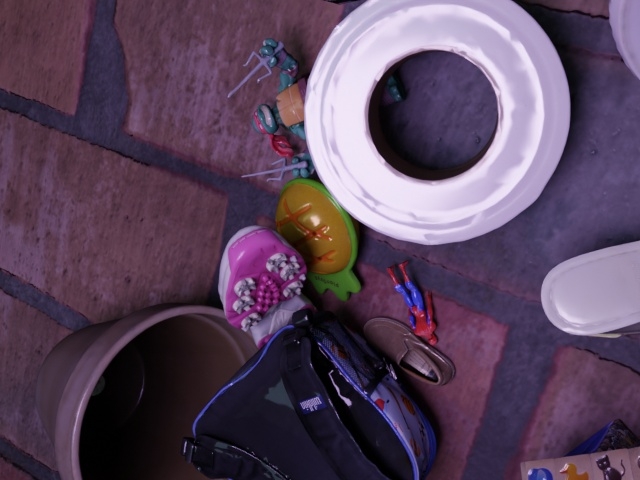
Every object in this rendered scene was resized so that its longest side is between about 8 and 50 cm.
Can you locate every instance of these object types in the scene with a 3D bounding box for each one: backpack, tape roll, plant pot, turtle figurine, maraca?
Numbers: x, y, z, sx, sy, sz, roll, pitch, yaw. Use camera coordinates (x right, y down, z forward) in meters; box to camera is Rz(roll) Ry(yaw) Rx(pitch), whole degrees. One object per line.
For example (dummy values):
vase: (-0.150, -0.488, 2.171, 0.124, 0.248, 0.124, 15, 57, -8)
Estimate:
backpack: (0.007, 0.252, 0.973, 0.263, 0.213, 0.276, 49, 116, 15)
tape roll: (0.128, -0.143, 0.855, 0.287, 0.100, 0.286, 3, 103, 12)
plant pot: (-0.270, 0.235, 1.116, 0.281, 0.323, 0.322, 7, 102, 47)
turtle figurine: (-0.018, -0.182, 0.979, 0.234, 0.118, 0.175, -24, 100, 17)
maraca: (0.000, 0.000, 1.013, 0.127, 0.099, 0.185, 17, 131, 41)

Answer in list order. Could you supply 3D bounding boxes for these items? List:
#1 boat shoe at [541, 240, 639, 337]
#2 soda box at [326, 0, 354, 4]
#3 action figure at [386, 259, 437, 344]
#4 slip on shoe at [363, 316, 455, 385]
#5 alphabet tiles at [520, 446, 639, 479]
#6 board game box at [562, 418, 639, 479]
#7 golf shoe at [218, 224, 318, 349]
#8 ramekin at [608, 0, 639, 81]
boat shoe: (0.381, 0.037, 0.781, 0.305, 0.091, 0.109, -12, 77, 14)
soda box: (0.080, -0.334, 0.930, 0.169, 0.053, 0.060, -2, 96, 31)
action figure: (0.124, 0.083, 0.987, 0.038, 0.030, 0.115, -22, 91, 37)
slip on shoe: (0.110, 0.146, 0.998, 0.135, 0.041, 0.051, 35, 114, 22)
alphabet tiles: (0.275, 0.304, 0.729, 0.237, 0.009, 0.198, -22, 58, 37)
board game box: (0.333, 0.395, 0.846, 0.291, 0.141, 0.232, 49, 119, 16)
golf shoe: (-0.086, 0.045, 0.977, 0.115, 0.306, 0.140, -31, 66, -10)
ramekin: (0.377, -0.217, 0.646, 0.273, 0.127, 0.272, 22, 148, 15)
